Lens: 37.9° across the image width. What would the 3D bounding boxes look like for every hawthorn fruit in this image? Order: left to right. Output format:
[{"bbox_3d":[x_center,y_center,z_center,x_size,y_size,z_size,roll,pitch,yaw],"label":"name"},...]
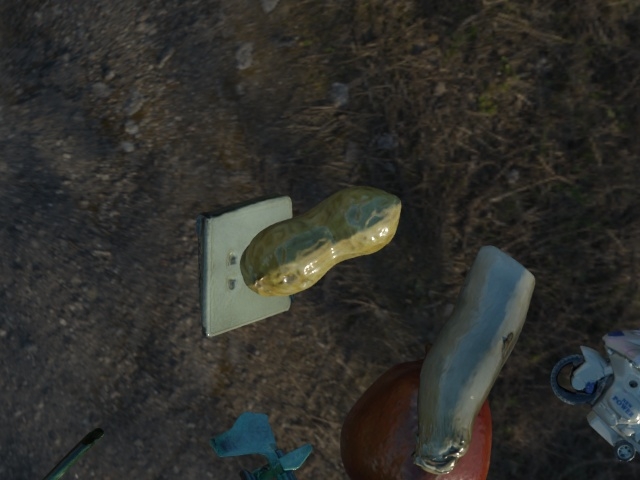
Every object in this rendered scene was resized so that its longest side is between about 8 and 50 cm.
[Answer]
[{"bbox_3d":[0.195,0.378,1.782,0.295,0.295,0.311,37,97,-22],"label":"hawthorn fruit"}]

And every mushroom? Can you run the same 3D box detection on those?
[{"bbox_3d":[0.251,0.203,1.582,0.397,0.126,0.177,-58,157,-31],"label":"mushroom"}]

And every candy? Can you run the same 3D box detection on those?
[{"bbox_3d":[-0.385,0.350,1.196,0.323,0.097,0.097,-46,113,-43],"label":"candy"}]

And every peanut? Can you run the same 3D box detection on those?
[{"bbox_3d":[0.000,0.000,1.180,0.230,0.103,0.098,-29,132,12],"label":"peanut"}]

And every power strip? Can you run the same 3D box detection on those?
[{"bbox_3d":[-0.127,0.031,1.448,0.213,0.065,0.198,-16,110,-52],"label":"power strip"}]

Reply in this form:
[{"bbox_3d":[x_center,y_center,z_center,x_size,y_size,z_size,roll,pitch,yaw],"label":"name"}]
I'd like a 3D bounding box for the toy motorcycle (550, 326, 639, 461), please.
[{"bbox_3d":[0.389,0.187,1.088,0.221,0.102,0.150,43,102,0],"label":"toy motorcycle"}]

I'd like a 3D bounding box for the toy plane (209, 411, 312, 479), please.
[{"bbox_3d":[-0.004,0.241,0.747,0.096,0.060,0.235,-22,79,-32],"label":"toy plane"}]
